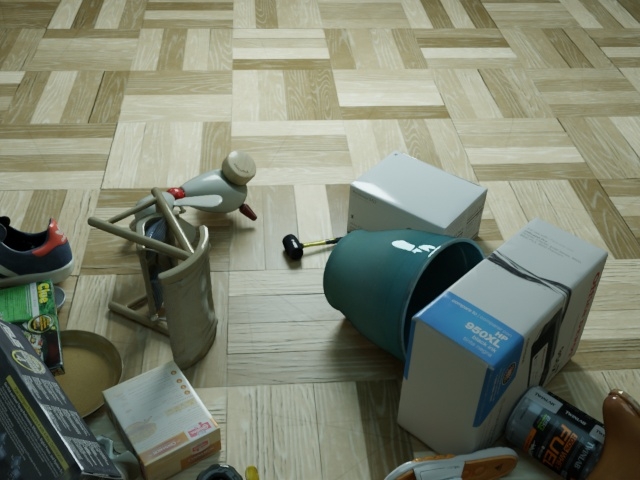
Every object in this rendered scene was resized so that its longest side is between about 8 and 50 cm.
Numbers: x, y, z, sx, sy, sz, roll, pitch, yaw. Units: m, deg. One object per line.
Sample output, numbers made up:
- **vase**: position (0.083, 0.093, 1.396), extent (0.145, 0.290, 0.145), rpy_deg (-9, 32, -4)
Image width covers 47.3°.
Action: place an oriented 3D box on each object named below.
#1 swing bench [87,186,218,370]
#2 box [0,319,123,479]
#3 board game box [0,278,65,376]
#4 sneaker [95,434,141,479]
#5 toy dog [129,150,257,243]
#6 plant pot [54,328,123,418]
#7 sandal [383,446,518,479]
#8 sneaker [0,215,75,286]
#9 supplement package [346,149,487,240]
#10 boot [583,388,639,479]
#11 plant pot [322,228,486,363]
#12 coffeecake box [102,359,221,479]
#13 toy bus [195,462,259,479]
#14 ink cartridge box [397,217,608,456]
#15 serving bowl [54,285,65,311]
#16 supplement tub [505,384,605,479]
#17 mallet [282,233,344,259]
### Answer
- **swing bench**: position (-0.306, 0.076, 1.451), extent (0.255, 0.253, 0.165), rpy_deg (34, 49, 31)
- **box**: position (-0.516, 0.347, 1.108), extent (0.395, 0.097, 0.318), rpy_deg (37, 90, 36)
- **board game box**: position (-0.585, 0.179, 1.439), extent (0.136, 0.030, 0.259), rpy_deg (-14, 41, -14)
- **sneaker**: position (-0.477, 0.361, 1.200), extent (0.331, 0.122, 0.146), rpy_deg (16, 40, 17)
- **toy dog**: position (-0.269, -0.073, 1.714), extent (0.334, 0.220, 0.161), rpy_deg (-35, 84, -27)
- **plant pot**: position (-0.494, 0.264, 1.387), extent (0.236, 0.032, 0.236), rpy_deg (1, 40, -1)
- **sandal**: position (0.222, 0.405, 1.202), extent (0.265, 0.102, 0.076), rpy_deg (-8, 38, -16)
- **sneaker**: position (-0.712, 0.029, 1.547), extent (0.350, 0.148, 0.131), rpy_deg (-12, 29, -15)
- **supplement package**: position (0.227, -0.073, 1.747), extent (0.262, 0.145, 0.204), rpy_deg (27, 45, 27)
- **boot**: position (0.424, 0.390, 1.130), extent (0.220, 0.283, 0.109), rpy_deg (-16, 9, -9)
- **plant pot**: position (0.154, 0.092, 1.469), extent (0.272, 0.271, 0.255), rpy_deg (-31, 36, -34)
- **coffeecake box**: position (-0.283, 0.321, 1.301), extent (0.142, 0.068, 0.185), rpy_deg (-22, 45, -28)
- **toy bus**: position (-0.178, 0.468, 1.092), extent (0.220, 0.149, 0.211), rpy_deg (-12, 57, -13)
- **ink cartridge box**: position (0.334, 0.178, 1.336), extent (0.166, 0.285, 0.395), rpy_deg (31, 48, 31)
- **serving bowl**: position (-0.580, 0.133, 1.544), extent (0.083, 0.027, 0.083), rpy_deg (1, 39, -1)
- **supplement tub**: position (0.430, 0.348, 1.270), extent (0.190, 0.117, 0.117), rpy_deg (30, 47, 30)
- **mallet**: position (0.000, 0.000, 1.737), extent (0.190, 0.039, 0.062), rpy_deg (-13, 40, -25)
